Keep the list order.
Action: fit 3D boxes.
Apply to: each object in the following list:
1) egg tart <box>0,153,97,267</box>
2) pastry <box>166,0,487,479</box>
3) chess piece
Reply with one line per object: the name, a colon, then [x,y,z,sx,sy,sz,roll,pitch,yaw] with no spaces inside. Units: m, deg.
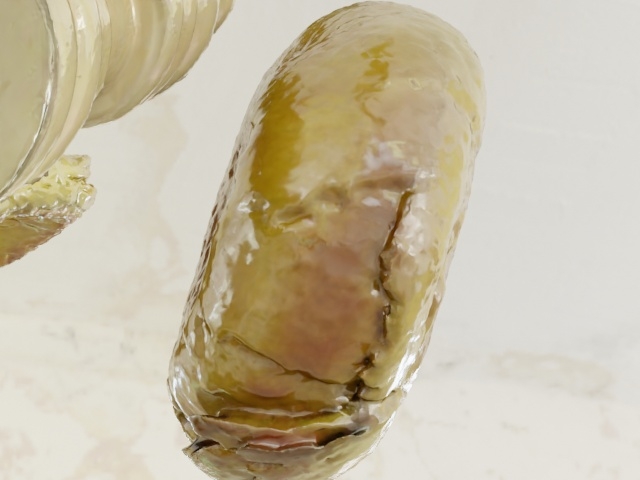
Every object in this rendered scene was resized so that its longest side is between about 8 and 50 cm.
egg tart: [-0.363,-0.017,1.123,0.319,0.128,0.319,-32,-3,-2]
pastry: [0.000,0.000,0.824,0.164,0.356,0.356,17,-32,-1]
chess piece: [-0.119,-0.118,0.654,0.124,0.307,0.139,12,-67,15]
